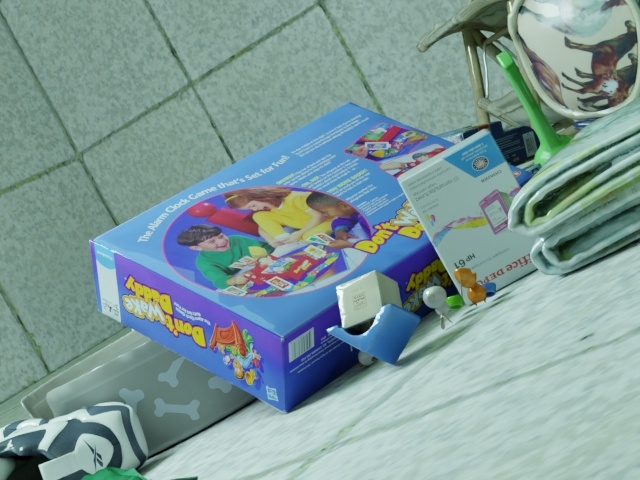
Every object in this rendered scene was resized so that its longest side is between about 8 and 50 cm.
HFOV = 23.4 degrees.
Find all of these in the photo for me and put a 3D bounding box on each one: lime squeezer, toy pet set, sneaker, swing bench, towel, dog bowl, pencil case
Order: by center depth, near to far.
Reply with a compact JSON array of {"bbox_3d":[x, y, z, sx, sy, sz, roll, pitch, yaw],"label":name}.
[{"bbox_3d":[0.068,0.070,1.226,0.122,0.065,0.114,-24,-30,26],"label":"toy pet set"},{"bbox_3d":[0.332,-0.108,1.259,0.320,0.090,0.374,-27,3,26],"label":"towel"},{"bbox_3d":[-0.284,0.220,1.392,0.235,0.094,0.153,-15,1,32],"label":"sneaker"},{"bbox_3d":[-0.131,0.122,1.572,0.348,0.102,0.349,-30,3,2],"label":"dog bowl"},{"bbox_3d":[0.390,-0.230,1.604,0.410,0.183,0.160,-19,-47,-39],"label":"pencil case"},{"bbox_3d":[0.253,-0.092,1.708,0.059,0.110,0.310,-45,-28,0],"label":"lime squeezer"},{"bbox_3d":[0.284,-0.232,2.184,0.165,0.255,0.253,-29,3,-9],"label":"swing bench"}]

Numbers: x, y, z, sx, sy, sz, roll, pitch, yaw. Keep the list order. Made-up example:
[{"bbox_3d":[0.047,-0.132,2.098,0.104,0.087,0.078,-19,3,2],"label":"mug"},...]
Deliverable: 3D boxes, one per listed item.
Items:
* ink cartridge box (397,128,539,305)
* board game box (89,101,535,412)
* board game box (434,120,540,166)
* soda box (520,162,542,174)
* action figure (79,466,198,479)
[{"bbox_3d":[0.132,-0.019,1.305,0.088,0.122,0.052,-29,7,5],"label":"ink cartridge box"},{"bbox_3d":[0.000,0.000,1.410,0.233,0.078,0.347,25,41,35],"label":"board game box"},{"bbox_3d":[0.130,-0.092,1.800,0.194,0.060,0.194,-11,6,33],"label":"board game box"},{"bbox_3d":[0.186,-0.033,1.637,0.063,0.058,0.183,-29,4,-15],"label":"soda box"},{"bbox_3d":[-0.144,0.185,0.987,0.137,0.063,0.232,-31,7,-11],"label":"action figure"}]
